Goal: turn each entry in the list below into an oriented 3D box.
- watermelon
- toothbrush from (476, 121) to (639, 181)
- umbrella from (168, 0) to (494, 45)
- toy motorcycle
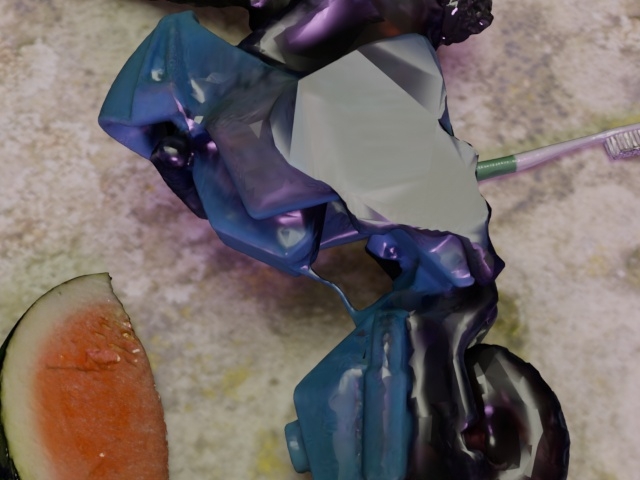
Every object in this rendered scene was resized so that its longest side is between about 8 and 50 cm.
[{"bbox_3d":[-0.149,0.123,0.943,0.119,0.063,0.245,2,50,-25],"label":"watermelon"},{"bbox_3d":[0.116,-0.050,1.090,0.257,0.018,0.024,-11,65,-11],"label":"toothbrush"},{"bbox_3d":[-0.035,-0.212,1.134,0.337,0.154,0.128,11,87,26],"label":"umbrella"},{"bbox_3d":[0.000,0.000,0.963,0.232,0.172,0.416,-15,79,2],"label":"toy motorcycle"}]
